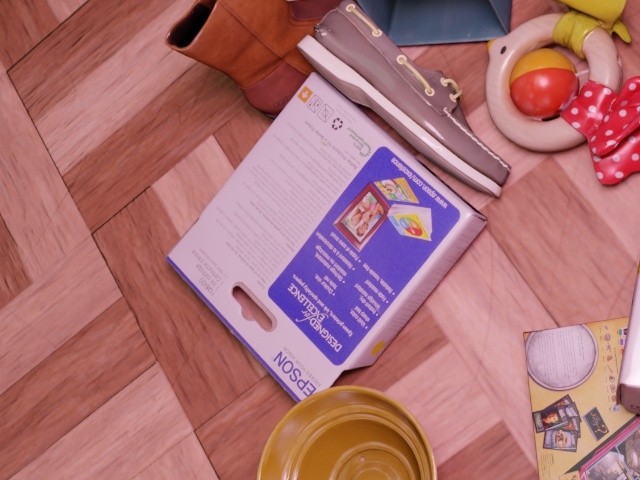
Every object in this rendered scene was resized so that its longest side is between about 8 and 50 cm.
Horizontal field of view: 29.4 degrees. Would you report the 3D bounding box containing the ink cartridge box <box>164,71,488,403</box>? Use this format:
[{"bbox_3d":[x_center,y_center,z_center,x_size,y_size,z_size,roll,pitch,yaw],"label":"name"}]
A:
[{"bbox_3d":[0.000,0.000,1.490,0.303,0.072,0.307,45,103,29],"label":"ink cartridge box"}]

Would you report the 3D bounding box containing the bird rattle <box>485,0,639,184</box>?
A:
[{"bbox_3d":[0.291,-0.180,1.403,0.207,0.143,0.253,-16,80,33],"label":"bird rattle"}]

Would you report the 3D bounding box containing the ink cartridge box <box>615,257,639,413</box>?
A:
[{"bbox_3d":[0.431,0.030,1.207,0.226,0.131,0.306,9,72,17],"label":"ink cartridge box"}]

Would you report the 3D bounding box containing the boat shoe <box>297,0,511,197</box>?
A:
[{"bbox_3d":[0.111,-0.169,1.443,0.305,0.109,0.091,40,89,13],"label":"boat shoe"}]

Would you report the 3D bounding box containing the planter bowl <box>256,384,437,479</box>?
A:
[{"bbox_3d":[0.044,0.277,1.366,0.217,0.090,0.217,-8,71,25],"label":"planter bowl"}]

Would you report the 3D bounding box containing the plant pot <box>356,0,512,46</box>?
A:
[{"bbox_3d":[0.149,-0.384,1.495,0.165,0.166,0.234,1,65,27],"label":"plant pot"}]

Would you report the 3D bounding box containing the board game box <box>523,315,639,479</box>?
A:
[{"bbox_3d":[0.309,0.206,1.286,0.165,0.042,0.243,-11,69,23],"label":"board game box"}]

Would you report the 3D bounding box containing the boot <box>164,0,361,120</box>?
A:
[{"bbox_3d":[-0.047,-0.296,1.486,0.096,0.280,0.264,42,94,31],"label":"boot"}]
